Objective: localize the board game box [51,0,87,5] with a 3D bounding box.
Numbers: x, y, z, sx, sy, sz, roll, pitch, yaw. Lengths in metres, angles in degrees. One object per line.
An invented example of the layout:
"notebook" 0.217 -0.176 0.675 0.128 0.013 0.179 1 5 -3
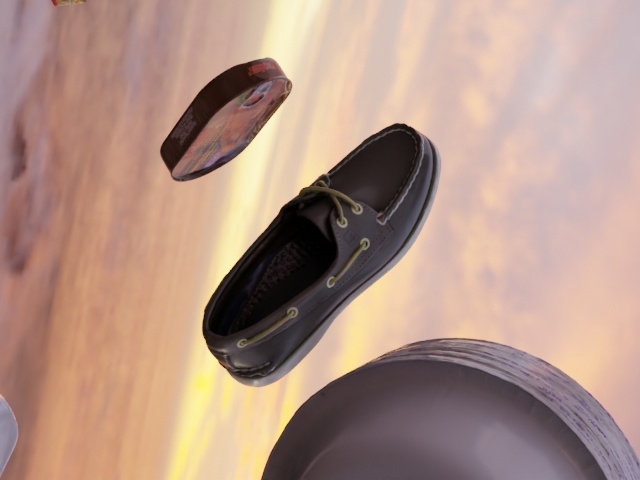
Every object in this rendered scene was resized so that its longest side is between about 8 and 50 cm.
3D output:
"board game box" -0.315 -0.392 1.611 0.193 0.045 0.147 68 20 -57

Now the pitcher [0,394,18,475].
"pitcher" -0.357 0.208 1.094 0.125 0.207 0.178 82 8 -57

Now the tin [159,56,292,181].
"tin" -0.102 -0.126 1.448 0.106 0.040 0.190 -26 167 -41

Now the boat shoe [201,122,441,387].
"boat shoe" 0.003 0.002 1.320 0.305 0.109 0.091 -50 148 -9

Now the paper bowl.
"paper bowl" 0.084 0.219 0.975 0.148 0.284 0.284 -14 119 -66
